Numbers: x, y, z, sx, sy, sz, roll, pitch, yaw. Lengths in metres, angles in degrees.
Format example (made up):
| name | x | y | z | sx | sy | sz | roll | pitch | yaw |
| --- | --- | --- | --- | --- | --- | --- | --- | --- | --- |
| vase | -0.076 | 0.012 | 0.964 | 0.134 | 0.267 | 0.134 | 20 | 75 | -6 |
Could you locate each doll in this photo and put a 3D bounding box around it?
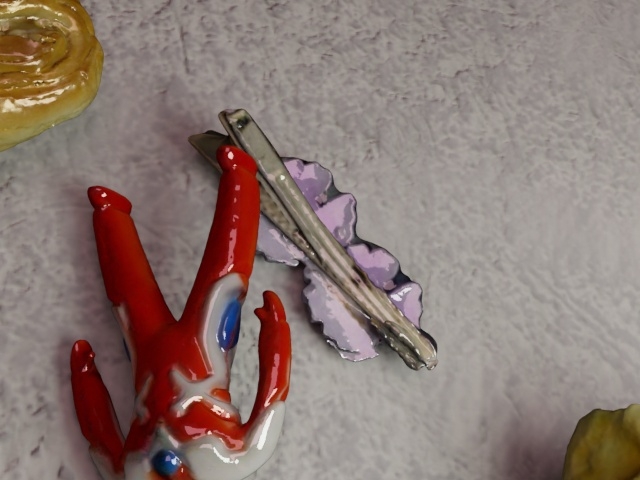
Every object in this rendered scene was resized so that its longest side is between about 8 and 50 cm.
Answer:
| name | x | y | z | sx | sy | sz | roll | pitch | yaw |
| --- | --- | --- | --- | --- | --- | --- | --- | --- | --- |
| doll | -0.106 | 0.118 | 0.837 | 0.188 | 0.099 | 0.384 | -18 | 66 | 18 |

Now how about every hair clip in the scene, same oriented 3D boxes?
| name | x | y | z | sx | sy | sz | roll | pitch | yaw |
| --- | --- | --- | --- | --- | --- | --- | --- | --- | --- |
| hair clip | 0.000 | 0.000 | 0.943 | 0.106 | 0.084 | 0.292 | -37 | 82 | -30 |

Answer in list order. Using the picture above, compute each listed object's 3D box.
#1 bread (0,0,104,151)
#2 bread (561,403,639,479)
| name | x | y | z | sx | sy | sz | roll | pitch | yaw |
| --- | --- | --- | --- | --- | --- | --- | --- | --- | --- |
| bread | -0.303 | -0.179 | 0.932 | 0.198 | 0.120 | 0.236 | -24 | 72 | -23 |
| bread | 0.273 | 0.267 | 0.807 | 0.196 | 0.238 | 0.252 | -3 | 67 | 25 |
